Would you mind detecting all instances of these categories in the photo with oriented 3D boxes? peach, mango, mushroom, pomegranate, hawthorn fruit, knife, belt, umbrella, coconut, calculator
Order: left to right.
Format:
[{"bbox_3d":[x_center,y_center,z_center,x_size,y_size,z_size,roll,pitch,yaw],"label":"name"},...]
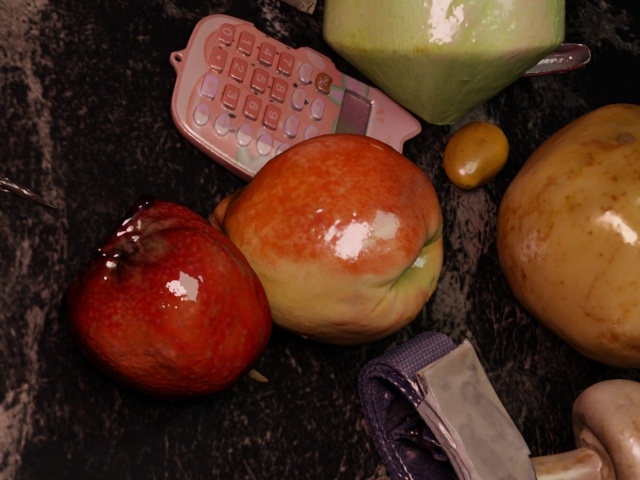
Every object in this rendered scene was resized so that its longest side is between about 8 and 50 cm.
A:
[{"bbox_3d":[-0.325,-0.058,1.433,0.122,0.013,0.022,30,32,-19],"label":"umbrella"},{"bbox_3d":[-0.143,0.079,1.403,0.251,0.189,0.189,51,46,-29],"label":"hawthorn fruit"},{"bbox_3d":[-0.036,-0.142,1.666,0.329,0.048,0.220,27,55,-19],"label":"calculator"},{"bbox_3d":[0.000,0.000,1.516,0.232,0.256,0.232,-40,138,-50],"label":"peach"},{"bbox_3d":[0.149,-0.301,1.705,0.328,0.328,0.281,49,10,-5],"label":"coconut"},{"bbox_3d":[0.147,0.214,1.552,0.126,0.139,0.230,-23,80,-40],"label":"belt"},{"bbox_3d":[0.199,-0.107,1.805,0.080,0.060,0.114,40,54,-9],"label":"mango"},{"bbox_3d":[0.227,-0.251,1.886,0.278,0.053,0.123,-1,71,-17],"label":"knife"},{"bbox_3d":[0.335,0.272,1.648,0.215,0.207,0.207,-12,72,-7],"label":"mushroom"},{"bbox_3d":[0.390,-0.021,1.720,0.342,0.342,0.342,16,59,-29],"label":"pomegranate"}]

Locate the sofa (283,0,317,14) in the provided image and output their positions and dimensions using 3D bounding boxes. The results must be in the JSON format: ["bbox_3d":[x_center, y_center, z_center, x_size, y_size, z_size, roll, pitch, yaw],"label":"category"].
[{"bbox_3d":[-0.018,-0.434,1.707,0.176,0.225,0.210,28,51,-18],"label":"sofa"}]
